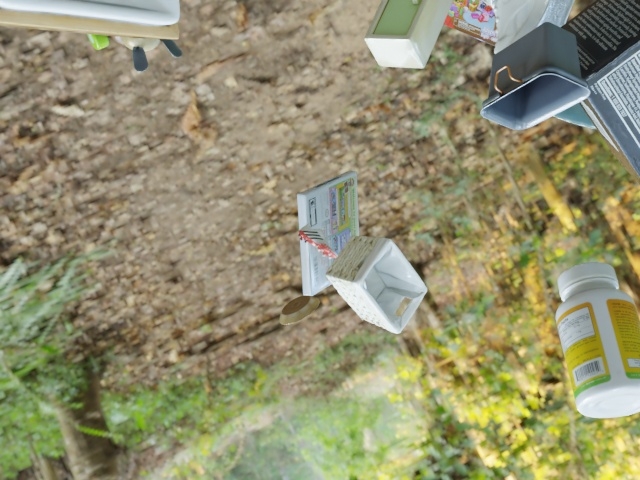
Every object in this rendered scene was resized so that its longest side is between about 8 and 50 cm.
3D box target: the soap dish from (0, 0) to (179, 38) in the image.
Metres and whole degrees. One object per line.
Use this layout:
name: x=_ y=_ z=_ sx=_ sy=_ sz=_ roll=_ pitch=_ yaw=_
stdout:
soap dish: x=-0.339 y=-0.384 z=1.180 sx=0.291 sy=0.228 sz=0.118 roll=-5 pitch=177 yaw=-41

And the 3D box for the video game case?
video game case: x=0.019 y=-0.017 z=1.780 sx=0.023 sy=0.212 sz=0.193 roll=9 pitch=-158 yaw=32

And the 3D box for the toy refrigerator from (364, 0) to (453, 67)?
toy refrigerator: x=0.189 y=-0.472 z=1.719 sx=0.102 sy=0.269 sz=0.094 roll=11 pitch=156 yaw=33

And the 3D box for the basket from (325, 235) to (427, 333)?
basket: x=0.103 y=0.078 z=1.655 sx=0.103 sy=0.167 sz=0.113 roll=15 pitch=-118 yaw=45

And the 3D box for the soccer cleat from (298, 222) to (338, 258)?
soccer cleat: x=0.000 y=0.000 z=1.516 sx=0.035 sy=0.083 sz=0.029 roll=-50 pitch=158 yaw=-17

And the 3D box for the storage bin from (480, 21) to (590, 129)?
storage bin: x=0.272 y=-0.219 z=1.151 sx=0.098 sy=0.091 sz=0.135 roll=16 pitch=155 yaw=-28

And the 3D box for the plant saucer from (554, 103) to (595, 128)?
plant saucer: x=0.580 y=-0.316 z=1.893 sx=0.318 sy=0.318 sz=0.043 roll=-20 pitch=132 yaw=-40

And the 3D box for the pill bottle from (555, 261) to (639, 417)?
pill bottle: x=0.482 y=0.166 z=1.514 sx=0.137 sy=0.245 sz=0.136 roll=-3 pitch=148 yaw=-2

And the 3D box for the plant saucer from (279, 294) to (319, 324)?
plant saucer: x=-0.042 y=0.124 z=1.626 sx=0.083 sy=0.015 sz=0.083 roll=-25 pitch=-160 yaw=10

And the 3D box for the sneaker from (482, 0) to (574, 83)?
sneaker: x=0.347 y=-0.396 z=1.604 sx=0.108 sy=0.169 sz=0.292 roll=13 pitch=105 yaw=-45

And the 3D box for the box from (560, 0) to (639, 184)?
box: x=0.564 y=-0.270 z=1.396 sx=0.294 sy=0.296 sz=0.182 roll=-36 pitch=-147 yaw=14

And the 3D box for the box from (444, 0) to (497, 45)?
box: x=0.358 y=-0.527 z=1.861 sx=0.057 sy=0.293 sz=0.200 roll=-2 pitch=116 yaw=-31

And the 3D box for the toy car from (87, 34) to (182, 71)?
toy car: x=-0.364 y=-0.417 z=1.783 sx=0.155 sy=0.188 sz=0.149 roll=-30 pitch=158 yaw=-20
